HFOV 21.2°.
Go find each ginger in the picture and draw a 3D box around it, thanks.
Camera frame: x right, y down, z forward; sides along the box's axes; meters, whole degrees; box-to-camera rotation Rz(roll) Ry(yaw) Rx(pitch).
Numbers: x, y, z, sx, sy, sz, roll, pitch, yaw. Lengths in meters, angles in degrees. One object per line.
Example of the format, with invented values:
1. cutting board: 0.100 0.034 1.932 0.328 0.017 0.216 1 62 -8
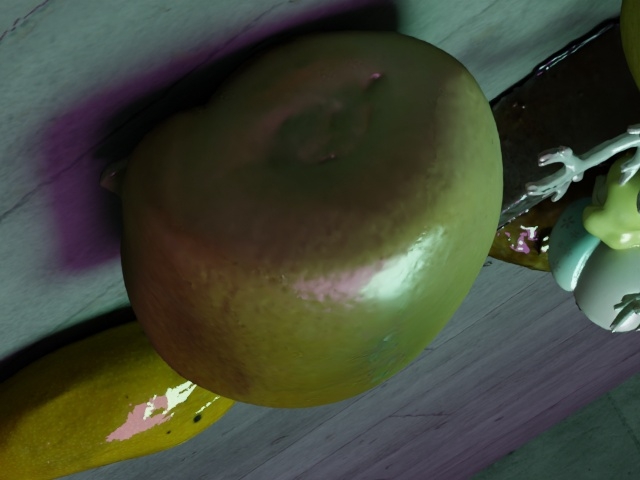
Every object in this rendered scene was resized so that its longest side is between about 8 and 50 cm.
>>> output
1. ginger: 0.302 -0.043 2.046 0.321 0.172 0.165 -8 114 -41

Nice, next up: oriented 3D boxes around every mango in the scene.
1. mango: -0.235 0.176 1.870 0.359 0.144 0.187 -20 158 -16

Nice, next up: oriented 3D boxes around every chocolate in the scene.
1. chocolate: 0.232 -0.102 1.856 0.321 0.112 0.112 -34 163 17

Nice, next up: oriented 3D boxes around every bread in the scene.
1. bread: 0.000 0.000 1.571 0.348 0.253 0.376 -27 164 -17

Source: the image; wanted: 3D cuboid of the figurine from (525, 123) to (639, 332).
1. figurine: 0.337 -0.012 1.775 0.284 0.206 0.315 -35 165 -25

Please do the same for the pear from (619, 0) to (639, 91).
1. pear: 0.428 -0.205 1.578 0.314 0.314 0.314 -26 162 -9
